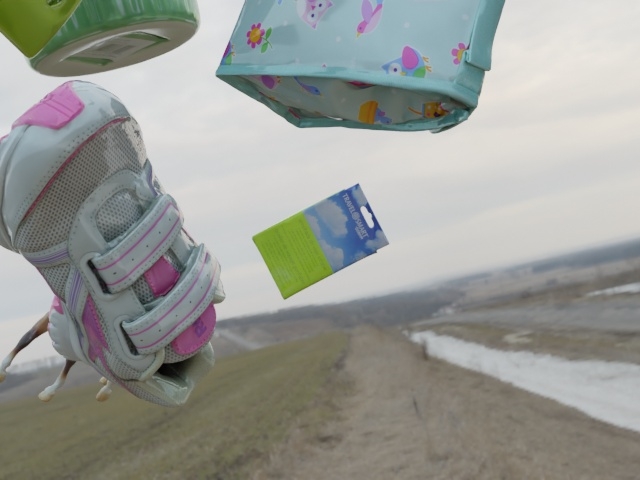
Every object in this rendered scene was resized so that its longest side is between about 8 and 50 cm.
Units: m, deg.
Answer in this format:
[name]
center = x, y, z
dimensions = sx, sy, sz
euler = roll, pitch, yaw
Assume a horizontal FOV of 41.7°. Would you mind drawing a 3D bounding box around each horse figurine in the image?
[horse figurine]
center = -0.219, 0.092, 0.887
dimensions = 0.174, 0.066, 0.263
euler = -55, -28, 6

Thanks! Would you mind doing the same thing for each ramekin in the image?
[ramekin]
center = -0.331, -0.360, 1.290
dimensions = 0.303, 0.148, 0.303
euler = -17, 3, 1

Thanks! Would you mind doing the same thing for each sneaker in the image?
[sneaker]
center = -0.109, 0.014, 0.496
dimensions = 0.103, 0.111, 0.252
euler = -50, -23, -27

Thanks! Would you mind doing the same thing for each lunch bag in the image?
[lunch bag]
center = 0.062, -0.219, 0.776
dimensions = 0.262, 0.223, 0.160
euler = 9, -12, 42

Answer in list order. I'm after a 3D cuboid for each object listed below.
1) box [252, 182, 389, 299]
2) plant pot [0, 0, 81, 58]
[box]
center = 0.000, 0.000, 1.256
dimensions = 0.178, 0.109, 0.042
euler = -27, 4, 1
[plant pot]
center = -0.344, -0.365, 0.923
dimensions = 0.207, 0.228, 0.227
euler = -45, 34, -3
